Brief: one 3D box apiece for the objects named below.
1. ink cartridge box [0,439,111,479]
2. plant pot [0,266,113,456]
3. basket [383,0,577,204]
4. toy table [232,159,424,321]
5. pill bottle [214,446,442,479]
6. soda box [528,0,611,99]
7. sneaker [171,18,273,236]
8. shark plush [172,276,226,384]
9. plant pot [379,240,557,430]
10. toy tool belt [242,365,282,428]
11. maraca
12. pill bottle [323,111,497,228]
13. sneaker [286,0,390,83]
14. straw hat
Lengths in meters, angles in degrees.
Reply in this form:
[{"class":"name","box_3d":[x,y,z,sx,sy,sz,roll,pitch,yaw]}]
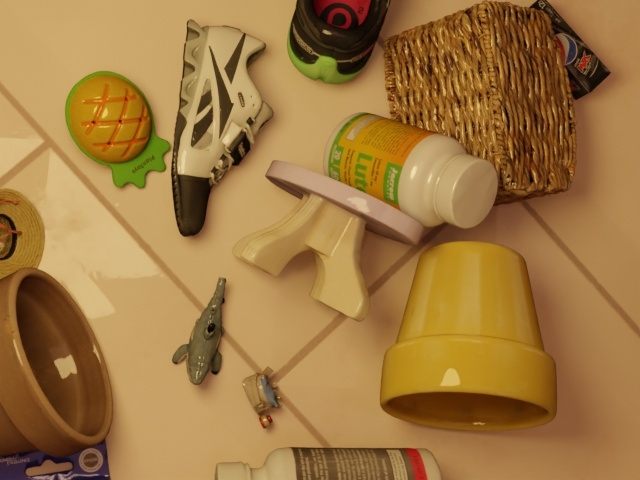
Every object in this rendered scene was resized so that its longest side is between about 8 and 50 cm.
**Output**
[{"class":"ink cartridge box","box_3d":[-0.375,0.482,1.463,0.176,0.069,0.370,-7,84,-10]},{"class":"plant pot","box_3d":[-0.450,0.196,1.401,0.229,0.263,0.263,-22,88,7]},{"class":"basket","box_3d":[0.256,-0.203,1.609,0.214,0.223,0.299,-4,84,-42]},{"class":"toy table","box_3d":[0.000,0.000,1.484,0.252,0.274,0.160,31,85,-42]},{"class":"pill bottle","box_3d":[0.007,0.388,1.472,0.319,0.176,0.176,2,84,-9]},{"class":"soda box","box_3d":[0.390,-0.312,1.655,0.053,0.060,0.169,-43,92,-9]},{"class":"sneaker","box_3d":[-0.146,-0.165,1.526,0.146,0.122,0.330,7,84,-6]},{"class":"shark plush","box_3d":[-0.160,0.138,1.523,0.073,0.067,0.161,28,81,-5]},{"class":"plant pot","box_3d":[0.220,0.140,1.508,0.254,0.254,0.238,8,67,-8]},{"class":"toy tool belt","box_3d":[-0.081,0.237,1.536,0.051,0.052,0.083,-26,90,-2]},{"class":"maraca","box_3d":[-0.302,-0.165,1.519,0.127,0.099,0.185,-40,116,-14]},{"class":"pill bottle","box_3d":[0.132,-0.099,1.491,0.136,0.246,0.136,-19,120,-38]},{"class":"sneaker","box_3d":[0.068,-0.481,1.549,0.185,0.202,0.482,8,84,-9]},{"class":"straw hat","box_3d":[-0.477,-0.006,1.488,0.061,0.144,0.144,3,82,33]}]
